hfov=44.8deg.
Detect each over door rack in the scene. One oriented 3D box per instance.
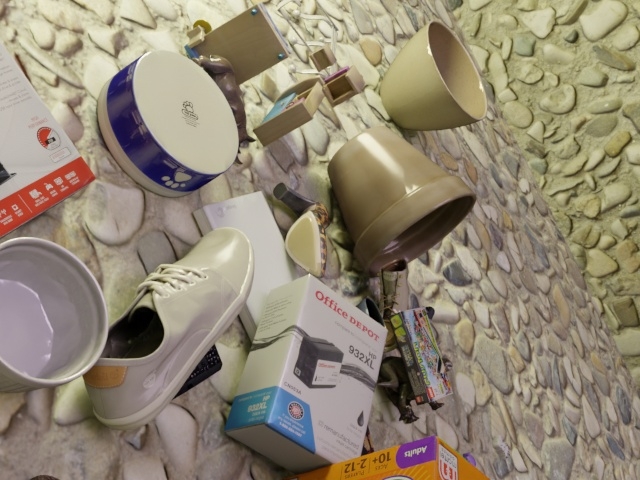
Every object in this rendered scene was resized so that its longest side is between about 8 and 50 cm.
[{"bbox_3d":[-0.045,-0.561,2.010,0.324,0.108,0.240,59,27,-50],"label":"over door rack"}]

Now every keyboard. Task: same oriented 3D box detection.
[{"bbox_3d":[-0.233,0.204,1.315,0.192,0.038,0.100,-27,91,-58],"label":"keyboard"}]

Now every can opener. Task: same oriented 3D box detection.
[{"bbox_3d":[0.247,0.223,1.962,0.073,0.059,0.186,60,32,-8],"label":"can opener"}]

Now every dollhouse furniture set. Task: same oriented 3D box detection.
[{"bbox_3d":[-0.094,-0.417,1.717,0.303,0.286,0.198,55,25,-19],"label":"dollhouse furniture set"}]

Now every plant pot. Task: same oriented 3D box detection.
[{"bbox_3d":[0.167,-0.113,1.895,0.323,0.323,0.280,-6,56,-56],"label":"plant pot"}]

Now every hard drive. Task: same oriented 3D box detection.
[{"bbox_3d":[-0.122,0.060,1.568,0.203,0.040,0.308,-22,88,-58],"label":"hard drive"}]

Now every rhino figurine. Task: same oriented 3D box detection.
[{"bbox_3d":[-0.202,-0.275,1.635,0.106,0.073,0.243,-35,114,-45],"label":"rhino figurine"}]

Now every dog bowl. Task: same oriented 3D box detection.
[{"bbox_3d":[-0.282,-0.222,1.471,0.265,0.104,0.265,34,43,-39],"label":"dog bowl"}]

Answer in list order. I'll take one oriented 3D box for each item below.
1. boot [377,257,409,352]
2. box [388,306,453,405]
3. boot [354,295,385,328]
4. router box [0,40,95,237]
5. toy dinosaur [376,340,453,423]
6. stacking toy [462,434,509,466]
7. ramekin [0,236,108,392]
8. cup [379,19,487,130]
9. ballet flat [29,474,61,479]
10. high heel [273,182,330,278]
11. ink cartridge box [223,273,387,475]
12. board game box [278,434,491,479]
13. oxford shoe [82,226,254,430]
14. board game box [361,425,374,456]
[{"bbox_3d":[0.160,0.148,1.807,0.213,0.077,0.165,-48,141,-58],"label":"boot"},{"bbox_3d":[0.225,0.257,1.743,0.114,0.036,0.207,-3,72,-54],"label":"box"},{"bbox_3d":[0.087,0.213,1.640,0.082,0.106,0.219,28,26,-30],"label":"boot"},{"bbox_3d":[-0.524,-0.134,1.087,0.301,0.082,0.335,57,33,-12],"label":"router box"},{"bbox_3d":[0.189,0.327,1.790,0.313,0.121,0.160,10,49,-46],"label":"toy dinosaur"},{"bbox_3d":[0.331,0.542,1.765,0.052,0.167,0.221,57,32,-11],"label":"stacking toy"},{"bbox_3d":[-0.407,0.109,1.065,0.207,0.109,0.207,34,44,-40],"label":"ramekin"},{"bbox_3d":[0.322,-0.468,2.374,0.331,0.237,0.331,33,44,-40],"label":"cup"},{"bbox_3d":[-0.312,0.417,1.037,0.250,0.058,0.084,60,33,-7],"label":"ballet flat"},{"bbox_3d":[0.000,0.000,1.689,0.186,0.093,0.261,33,27,-48],"label":"high heel"},{"bbox_3d":[-0.017,0.254,1.434,0.223,0.129,0.307,37,50,-26],"label":"ink cartridge box"},{"bbox_3d":[0.137,0.596,1.274,0.356,0.356,0.356,42,38,-30],"label":"board game box"},{"bbox_3d":[-0.233,0.101,1.256,0.449,0.169,0.130,-60,138,-48],"label":"oxford shoe"},{"bbox_3d":[0.034,0.377,1.570,0.165,0.042,0.243,10,61,-52],"label":"board game box"}]
